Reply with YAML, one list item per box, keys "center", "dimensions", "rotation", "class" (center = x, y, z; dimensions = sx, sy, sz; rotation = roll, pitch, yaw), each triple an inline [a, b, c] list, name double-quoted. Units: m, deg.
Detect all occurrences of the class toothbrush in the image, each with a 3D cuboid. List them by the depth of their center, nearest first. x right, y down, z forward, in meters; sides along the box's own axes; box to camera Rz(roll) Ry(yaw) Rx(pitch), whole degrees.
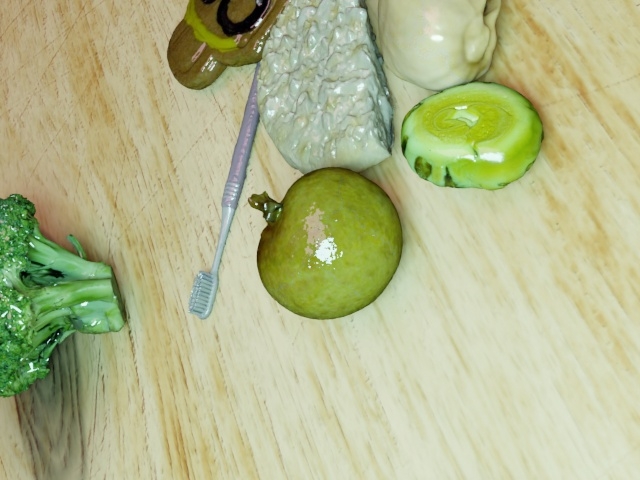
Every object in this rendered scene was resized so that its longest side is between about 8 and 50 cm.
- center: [-0.109, -0.076, 1.097]
  dimensions: [0.024, 0.029, 0.353]
  rotation: [6, 76, 32]
  class: "toothbrush"

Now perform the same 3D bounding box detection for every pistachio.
- center: [0.115, -0.248, 0.951]
  dimensions: [0.145, 0.117, 0.200]
  rotation: [-34, 55, 26]
  class: "pistachio"

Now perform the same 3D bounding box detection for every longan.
- center: [0.000, 0.000, 0.907]
  dimensions: [0.145, 0.176, 0.154]
  rotation: [-27, 40, 67]
  class: "longan"

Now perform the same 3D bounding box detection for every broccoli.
- center: [-0.372, 0.074, 1.115]
  dimensions: [0.242, 0.269, 0.261]
  rotation: [-8, 39, -3]
  class: "broccoli"

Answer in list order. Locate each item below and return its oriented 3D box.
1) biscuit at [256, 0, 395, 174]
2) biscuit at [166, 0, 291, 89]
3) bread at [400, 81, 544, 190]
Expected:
- center: [0.001, -0.190, 1.034]
  dimensions: [0.179, 0.084, 0.281]
  rotation: [-21, 59, 32]
  class: "biscuit"
- center: [-0.098, -0.322, 1.164]
  dimensions: [0.290, 0.041, 0.208]
  rotation: [-46, 48, 12]
  class: "biscuit"
- center: [0.151, -0.100, 0.887]
  dimensions: [0.139, 0.071, 0.130]
  rotation: [-14, 50, 9]
  class: "bread"
